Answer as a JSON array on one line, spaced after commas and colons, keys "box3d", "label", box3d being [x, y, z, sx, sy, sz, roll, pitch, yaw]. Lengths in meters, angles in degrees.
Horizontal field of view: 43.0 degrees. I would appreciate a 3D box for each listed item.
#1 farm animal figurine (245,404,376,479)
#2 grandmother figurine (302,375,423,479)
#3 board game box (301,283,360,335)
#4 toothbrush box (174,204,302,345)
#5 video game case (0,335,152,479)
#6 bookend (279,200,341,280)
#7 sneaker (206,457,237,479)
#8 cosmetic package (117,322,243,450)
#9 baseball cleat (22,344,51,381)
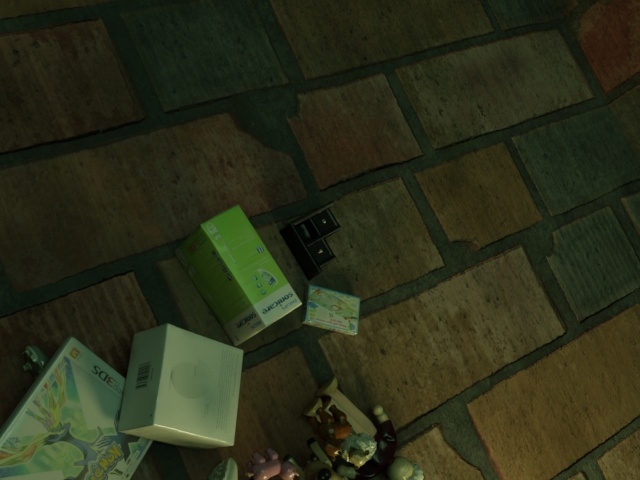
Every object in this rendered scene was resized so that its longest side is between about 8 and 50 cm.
[{"box3d": [-0.024, 0.542, 1.800, 0.330, 0.327, 0.172, -41, 61, -1], "label": "farm animal figurine"}, {"box3d": [0.114, 0.507, 2.023, 0.342, 0.104, 0.208, 41, 72, -5], "label": "grandmother figurine"}, {"box3d": [0.029, 0.184, 2.146, 0.154, 0.026, 0.103, 17, 64, -22], "label": "board game box"}, {"box3d": [-0.203, 0.088, 1.954, 0.122, 0.206, 0.283, -30, 86, -34], "label": "toothbrush box"}, {"box3d": [-0.510, 0.420, 1.708, 0.300, 0.036, 0.329, 47, 55, -27], "label": "video game case"}, {"box3d": [0.000, 0.000, 2.176, 0.156, 0.072, 0.157, -28, 86, -33], "label": "bookend"}, {"box3d": [-0.214, 0.598, 1.806, 0.095, 0.090, 0.235, 30, 43, -21], "label": "sneaker"}, {"box3d": [-0.305, 0.330, 1.806, 0.225, 0.138, 0.224, 27, 56, -39], "label": "cosmetic package"}, {"box3d": [-0.560, 0.302, 1.772, 0.109, 0.072, 0.205, -34, 98, -41], "label": "baseball cleat"}]
